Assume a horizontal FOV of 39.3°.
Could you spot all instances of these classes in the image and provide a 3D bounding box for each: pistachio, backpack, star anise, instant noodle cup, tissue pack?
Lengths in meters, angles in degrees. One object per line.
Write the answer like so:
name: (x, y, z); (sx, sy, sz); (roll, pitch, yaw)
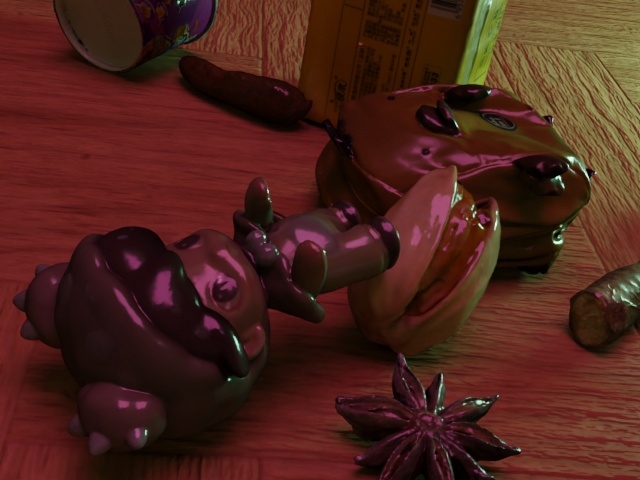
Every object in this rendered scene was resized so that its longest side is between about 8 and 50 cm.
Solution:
pistachio: (0.125, 0.025, 1.065); (0.157, 0.157, 0.230); (28, 80, 24)
backpack: (0.185, -0.101, 1.267); (0.377, 0.201, 0.353); (-3, 35, -18)
star anise: (0.103, 0.206, 0.921); (0.195, 0.065, 0.182); (23, 41, 11)
instant noodle cup: (-0.335, -0.423, 1.579); (0.251, 0.251, 0.190); (23, 45, 18)
tissue pack: (0.142, -0.365, 1.479); (0.293, 0.382, 0.228); (21, 32, 16)

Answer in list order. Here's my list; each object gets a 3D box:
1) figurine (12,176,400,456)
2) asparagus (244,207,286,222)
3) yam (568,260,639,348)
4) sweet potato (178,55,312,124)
figurine: (-0.105, 0.060, 0.924); (0.380, 0.203, 0.248); (-25, 55, -22)
asparagus: (0.000, 0.000, 1.224); (0.248, 0.024, 0.025); (26, 44, 20)
yam: (0.459, 0.050, 1.229); (0.356, 0.081, 0.081); (-23, 46, -40)
sweet potato: (-0.142, -0.258, 1.527); (0.273, 0.075, 0.075); (22, 36, 23)
